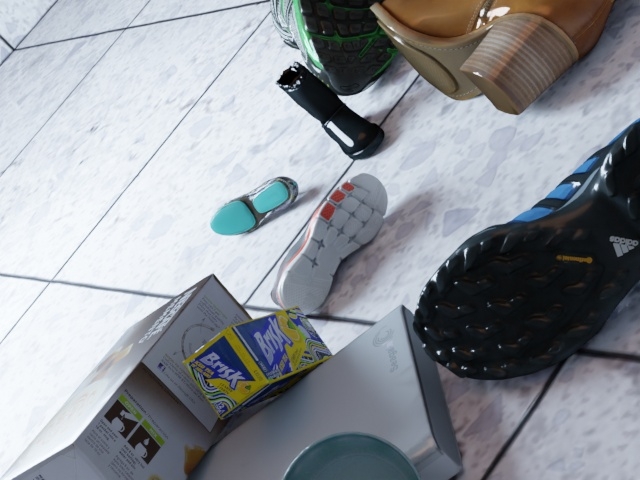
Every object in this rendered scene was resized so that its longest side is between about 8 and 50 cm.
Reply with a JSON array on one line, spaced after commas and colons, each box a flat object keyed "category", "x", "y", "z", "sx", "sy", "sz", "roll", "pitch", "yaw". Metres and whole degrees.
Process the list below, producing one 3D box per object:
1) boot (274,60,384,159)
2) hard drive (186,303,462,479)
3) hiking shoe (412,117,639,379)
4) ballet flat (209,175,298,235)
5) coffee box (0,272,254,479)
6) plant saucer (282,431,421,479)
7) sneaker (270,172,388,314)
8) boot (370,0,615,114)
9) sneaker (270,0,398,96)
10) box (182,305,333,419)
[{"category": "boot", "x": 0.008, "y": -0.136, "z": 1.686, "sx": 0.045, "sy": 0.099, "sz": 0.121, "roll": -46, "pitch": 24, "yaw": -1}, {"category": "hard drive", "x": -0.033, "y": 0.199, "z": 1.291, "sx": 0.307, "sy": 0.040, "sz": 0.203, "roll": -38, "pitch": 25, "yaw": 15}, {"category": "hiking shoe", "x": 0.202, "y": 0.001, "z": 1.200, "sx": 0.304, "sy": 0.113, "sz": 0.132, "roll": -38, "pitch": -6, "yaw": 29}, {"category": "ballet flat", "x": -0.066, "y": -0.036, "z": 1.727, "sx": 0.114, "sy": 0.041, "sz": 0.041, "roll": -26, "pitch": 30, "yaw": 34}, {"category": "coffee box", "x": -0.157, "y": 0.155, "z": 1.406, "sx": 0.141, "sy": 0.098, "sz": 0.246, "roll": -31, "pitch": 14, "yaw": 40}, {"category": "plant saucer", "x": 0.025, "y": 0.196, "z": 1.162, "sx": 0.119, "sy": 0.021, "sz": 0.119, "roll": -6, "pitch": 77, "yaw": 25}, {"category": "sneaker", "x": 0.000, "y": 0.000, "z": 1.535, "sx": 0.158, "sy": 0.061, "sz": 0.065, "roll": -52, "pitch": 19, "yaw": -18}, {"category": "boot", "x": 0.184, "y": -0.244, "z": 1.570, "sx": 0.220, "sy": 0.109, "sz": 0.283, "roll": -48, "pitch": 27, "yaw": -6}, {"category": "sneaker", "x": 0.015, "y": -0.261, "z": 1.887, "sx": 0.343, "sy": 0.134, "sz": 0.146, "roll": -99, "pitch": 22, "yaw": -53}, {"category": "box", "x": -0.049, "y": 0.098, "z": 1.353, "sx": 0.054, "sy": 0.059, "sz": 0.169, "roll": -38, "pitch": -8, "yaw": 17}]
